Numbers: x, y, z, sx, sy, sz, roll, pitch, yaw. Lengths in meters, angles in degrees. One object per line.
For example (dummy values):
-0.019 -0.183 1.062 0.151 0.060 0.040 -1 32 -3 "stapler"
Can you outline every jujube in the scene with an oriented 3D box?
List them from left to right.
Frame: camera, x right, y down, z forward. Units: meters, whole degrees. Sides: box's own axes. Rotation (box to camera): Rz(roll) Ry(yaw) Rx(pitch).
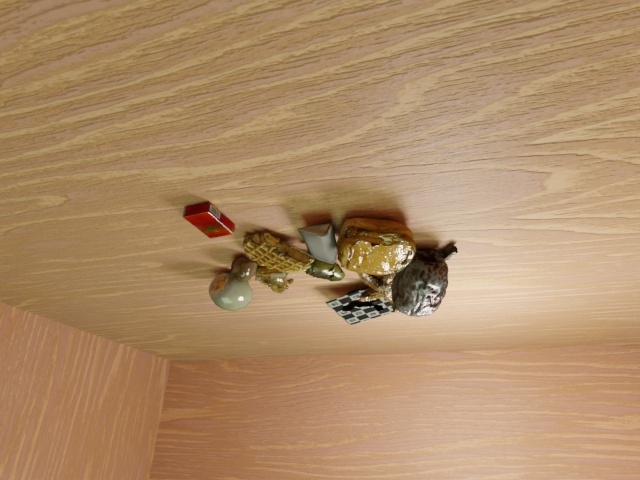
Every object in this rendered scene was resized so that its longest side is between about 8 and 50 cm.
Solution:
0.425 0.185 1.779 0.226 0.226 0.316 5 126 -7 "jujube"

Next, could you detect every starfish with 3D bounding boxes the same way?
0.324 0.220 1.999 0.312 0.113 0.303 6 134 -4 "starfish"

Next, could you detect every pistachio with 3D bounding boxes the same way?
-0.348 0.133 1.892 0.126 0.108 0.185 -23 167 -18 "pistachio"

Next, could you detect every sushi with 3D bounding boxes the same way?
0.246 0.326 2.260 0.343 0.064 0.359 -21 142 18 "sushi"

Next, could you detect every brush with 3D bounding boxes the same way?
0.521 0.082 1.801 0.036 0.043 0.248 1 154 -14 "brush"

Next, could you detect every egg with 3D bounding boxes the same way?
-0.427 0.256 2.038 0.183 0.183 0.217 -16 138 31 "egg"

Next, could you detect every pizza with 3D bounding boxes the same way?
-0.225 0.195 2.033 0.189 0.071 0.297 3 153 -4 "pizza"

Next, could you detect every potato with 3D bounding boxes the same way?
0.017 0.130 1.871 0.226 0.090 0.117 22 147 -32 "potato"

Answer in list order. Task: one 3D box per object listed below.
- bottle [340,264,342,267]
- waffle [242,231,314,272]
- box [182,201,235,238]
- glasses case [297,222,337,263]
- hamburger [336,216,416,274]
0.180 0.084 1.797 0.187 0.069 0.069 -1 153 2 "bottle"
-0.183 0.057 1.723 0.310 0.065 0.283 4 150 16 "waffle"
-0.409 -0.073 1.546 0.112 0.048 0.175 -9 150 17 "box"
-0.002 0.000 1.625 0.128 0.083 0.308 10 160 11 "glasses case"
0.209 0.018 1.568 0.319 0.158 0.318 2 153 1 "hamburger"
